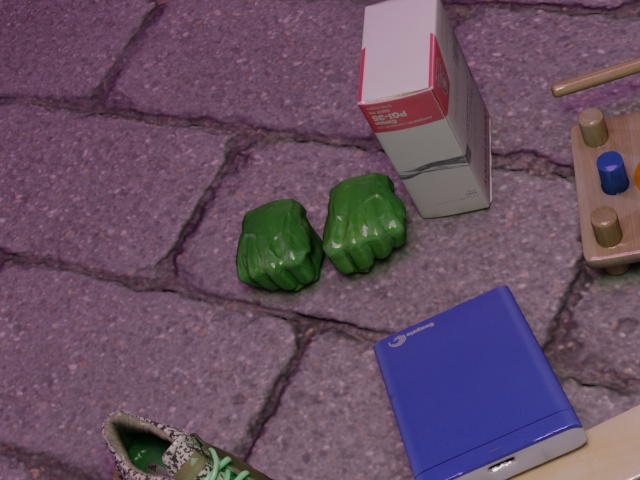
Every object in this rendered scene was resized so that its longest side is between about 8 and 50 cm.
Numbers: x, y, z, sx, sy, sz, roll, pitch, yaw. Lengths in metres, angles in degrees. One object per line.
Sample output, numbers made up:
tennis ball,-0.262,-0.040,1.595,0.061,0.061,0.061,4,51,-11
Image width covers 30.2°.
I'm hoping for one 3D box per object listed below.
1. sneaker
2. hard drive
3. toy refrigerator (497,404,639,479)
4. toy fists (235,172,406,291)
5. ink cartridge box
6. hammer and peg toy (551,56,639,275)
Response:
sneaker,-0.144,0.334,1.561,0.410,0.182,0.158,15,61,31
hard drive,0.196,0.193,1.547,0.210,0.040,0.319,-25,29,5
toy refrigerator,0.300,0.306,1.446,0.269,0.102,0.094,-26,49,3
toy fists,0.000,0.000,1.818,0.279,0.096,0.142,-15,40,14
ink cartridge box,0.162,-0.196,1.774,0.117,0.283,0.207,-11,51,20
hammer and peg toy,0.481,-0.127,1.688,0.266,0.127,0.361,-11,51,17
